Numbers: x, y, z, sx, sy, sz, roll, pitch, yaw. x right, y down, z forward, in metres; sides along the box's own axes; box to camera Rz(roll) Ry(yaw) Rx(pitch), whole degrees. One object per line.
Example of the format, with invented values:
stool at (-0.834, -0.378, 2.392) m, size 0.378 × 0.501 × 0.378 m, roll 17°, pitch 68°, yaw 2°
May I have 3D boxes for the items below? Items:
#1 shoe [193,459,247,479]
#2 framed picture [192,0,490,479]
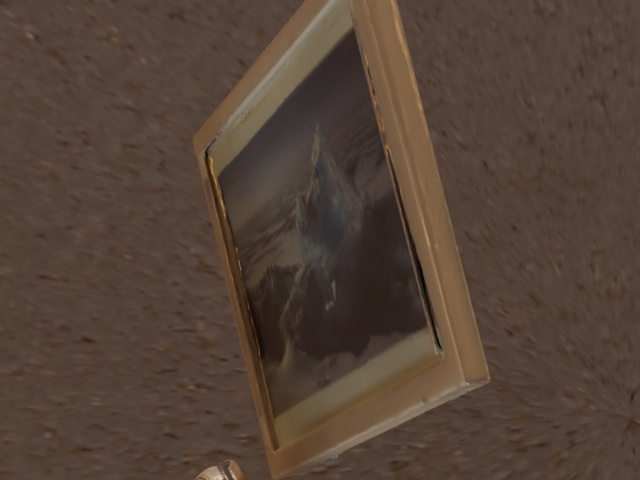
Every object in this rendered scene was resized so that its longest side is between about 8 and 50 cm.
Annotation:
shoe at (-0.115, 0.253, 1.547) m, size 0.089 × 0.092 × 0.180 m, roll 57°, pitch 138°, yaw 43°
framed picture at (0.000, 0.000, 1.497) m, size 0.028 × 0.446 × 0.326 m, roll -9°, pitch 77°, yaw -21°
